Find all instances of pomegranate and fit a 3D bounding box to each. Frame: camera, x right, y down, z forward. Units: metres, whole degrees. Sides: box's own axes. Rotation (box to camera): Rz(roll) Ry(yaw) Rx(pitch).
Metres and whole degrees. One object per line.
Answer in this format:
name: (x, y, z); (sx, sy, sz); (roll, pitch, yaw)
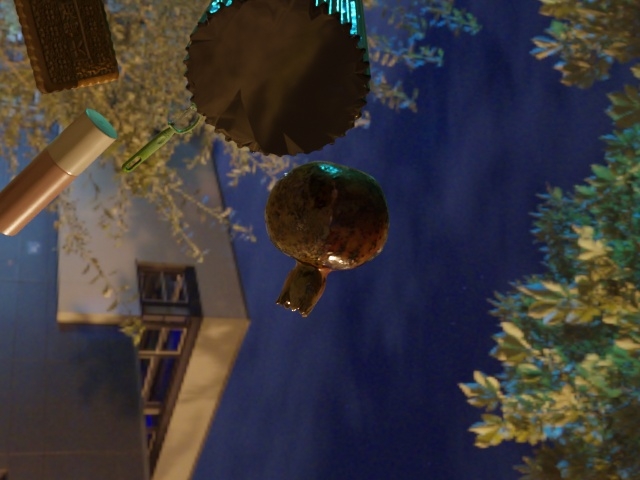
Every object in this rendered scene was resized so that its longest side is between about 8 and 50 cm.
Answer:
pomegranate: (0.000, 0.000, 1.640); (0.285, 0.285, 0.340); (14, -92, 68)

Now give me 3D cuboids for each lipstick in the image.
lipstick: (-0.458, -0.114, 1.277); (0.254, 0.070, 0.070); (-40, -143, 11)

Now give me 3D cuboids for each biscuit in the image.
biscuit: (-0.428, -0.384, 1.263); (0.029, 0.172, 0.254); (1, -71, 36)

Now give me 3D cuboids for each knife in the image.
knife: (-0.337, -0.210, 1.614); (0.212, 0.054, 0.015); (-38, -141, 5)

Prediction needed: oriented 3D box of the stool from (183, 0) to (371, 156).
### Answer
stool: (-0.059, -0.354, 1.290); (0.330, 0.297, 0.297); (-85, -165, -49)
